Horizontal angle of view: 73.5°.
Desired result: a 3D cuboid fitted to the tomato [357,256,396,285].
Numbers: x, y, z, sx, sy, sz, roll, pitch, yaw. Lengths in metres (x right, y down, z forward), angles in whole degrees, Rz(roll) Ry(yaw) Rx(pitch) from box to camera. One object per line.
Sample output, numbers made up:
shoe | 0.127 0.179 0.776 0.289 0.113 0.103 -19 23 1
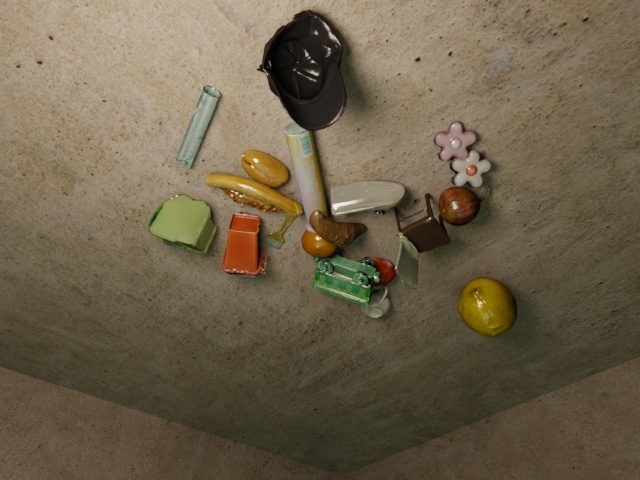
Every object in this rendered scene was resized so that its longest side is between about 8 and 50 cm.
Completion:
tomato | 0.251 0.150 1.907 0.174 0.082 0.166 -6 132 9

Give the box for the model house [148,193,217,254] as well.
model house | -0.528 -0.052 1.688 0.214 0.195 0.189 12 158 8

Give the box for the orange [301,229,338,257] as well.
orange | 0.000 0.000 1.740 0.156 0.124 0.156 6 152 3

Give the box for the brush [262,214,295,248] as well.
brush | -0.158 -0.045 1.774 0.082 0.010 0.218 25 128 -21

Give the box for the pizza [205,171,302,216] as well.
pizza | -0.246 -0.163 1.585 0.365 0.074 0.182 22 156 -16

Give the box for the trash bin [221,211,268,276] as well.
trash bin | -0.298 0.020 1.739 0.184 0.161 0.239 8 129 -7

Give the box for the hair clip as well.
hair clip | 0.498 -0.296 1.504 0.146 0.075 0.257 -23 124 26

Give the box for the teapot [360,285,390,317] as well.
teapot | 0.267 0.307 2.052 0.145 0.092 0.226 18 127 -17

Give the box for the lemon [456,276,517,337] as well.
lemon | 0.749 0.297 1.931 0.284 0.260 0.260 17 132 -30

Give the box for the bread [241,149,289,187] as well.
bread | -0.200 -0.252 1.541 0.189 0.077 0.114 27 132 -26

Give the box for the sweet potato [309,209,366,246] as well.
sweet potato | 0.074 -0.032 1.634 0.092 0.114 0.341 8 177 40

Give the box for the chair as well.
chair | 0.374 0.000 1.597 0.186 0.319 0.160 -23 129 26

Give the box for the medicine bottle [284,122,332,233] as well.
medicine bottle | -0.038 -0.220 1.553 0.108 0.108 0.426 -7 131 6

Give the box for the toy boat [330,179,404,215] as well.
toy boat | 0.171 -0.150 1.596 0.269 0.141 0.141 -1 133 -2

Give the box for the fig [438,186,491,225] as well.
fig | 0.530 -0.127 1.610 0.202 0.148 0.149 4 167 -35

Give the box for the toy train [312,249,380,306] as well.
toy train | 0.108 0.150 1.835 0.301 0.120 0.202 17 131 15

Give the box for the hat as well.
hat | -0.053 -0.453 1.245 0.238 0.336 0.209 -9 173 -13

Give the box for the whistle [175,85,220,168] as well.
whistle | -0.415 -0.371 1.439 0.062 0.062 0.312 22 129 -19
